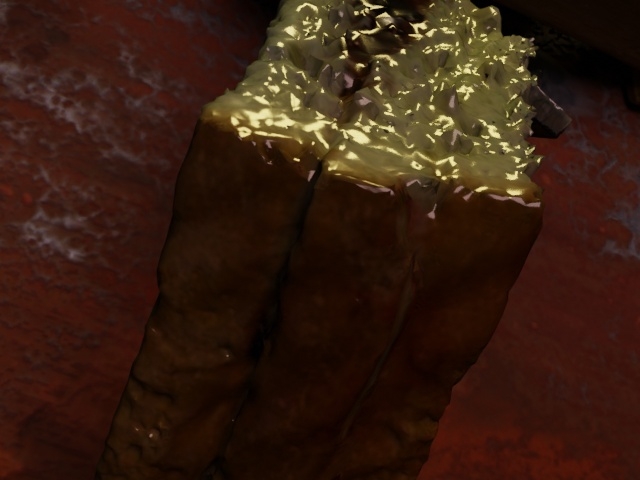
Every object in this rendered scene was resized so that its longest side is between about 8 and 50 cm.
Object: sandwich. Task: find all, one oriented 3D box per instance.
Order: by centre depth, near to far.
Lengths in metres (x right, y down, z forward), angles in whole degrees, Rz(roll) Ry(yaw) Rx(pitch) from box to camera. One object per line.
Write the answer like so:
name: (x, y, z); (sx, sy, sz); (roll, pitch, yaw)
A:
sandwich: (0.000, 0.001, 0.500); (0.131, 0.262, 0.325); (20, 31, -1)

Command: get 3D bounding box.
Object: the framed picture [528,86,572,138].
framed picture: (0.055, -0.159, 0.661); (0.260, 0.189, 0.023); (41, 97, -2)

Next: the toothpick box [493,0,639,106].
toothpick box: (0.194, -0.238, 0.679); (0.308, 0.190, 0.188); (12, 67, -35)
